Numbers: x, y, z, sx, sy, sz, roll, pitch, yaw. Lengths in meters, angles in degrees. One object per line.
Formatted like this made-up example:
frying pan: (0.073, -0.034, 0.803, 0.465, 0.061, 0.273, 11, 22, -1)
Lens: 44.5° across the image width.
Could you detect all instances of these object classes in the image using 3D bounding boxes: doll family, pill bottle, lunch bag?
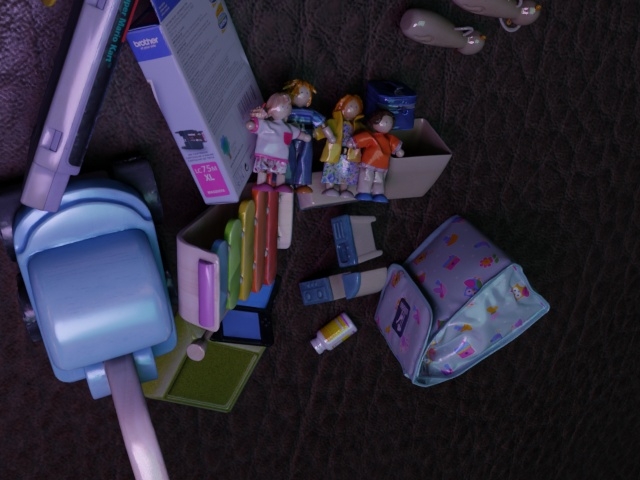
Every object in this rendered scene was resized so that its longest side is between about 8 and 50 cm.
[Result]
doll family: (-0.007, -0.150, 1.150, 0.263, 0.118, 0.163, 3, 96, -29)
pill bottle: (0.023, 0.171, 1.429, 0.083, 0.043, 0.043, -36, 126, 0)
lunch bag: (0.108, -0.213, 1.213, 0.067, 0.098, 0.065, -5, 117, -15)
lunch bag: (0.221, 0.112, 1.372, 0.262, 0.223, 0.160, -40, 120, 4)

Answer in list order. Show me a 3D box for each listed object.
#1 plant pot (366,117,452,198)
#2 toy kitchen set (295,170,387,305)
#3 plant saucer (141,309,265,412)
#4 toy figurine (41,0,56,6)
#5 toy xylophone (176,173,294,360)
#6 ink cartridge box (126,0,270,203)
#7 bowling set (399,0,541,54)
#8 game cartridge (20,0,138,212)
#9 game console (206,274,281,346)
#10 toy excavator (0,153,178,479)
plant pot: (0.134, -0.128, 1.275, 0.109, 0.109, 0.096, -6, 131, -20)
toy kitchen set: (0.000, 0.000, 1.299, 0.122, 0.166, 0.207, -9, 86, -36)
plant saucer: (-0.195, 0.223, 1.364, 0.188, 0.045, 0.188, 19, 109, -31)
toy figurine: (-0.331, -0.390, 0.858, 0.148, 0.213, 0.210, 11, 117, -46)
toy xylophone: (-0.127, 0.034, 1.165, 0.081, 0.323, 0.236, 10, 123, 14)
ink cartridge box: (-0.159, -0.226, 1.042, 0.065, 0.186, 0.311, -4, 128, 20)
bowling set: (0.252, -0.404, 1.126, 0.154, 0.287, 0.200, 7, 82, -33)
game cartridge: (-0.284, -0.231, 0.951, 0.068, 0.230, 0.355, 15, 112, -28)
game console: (-0.126, 0.114, 1.318, 0.122, 0.107, 0.071, 10, 142, -27)
toy excavator: (-0.274, 0.156, 1.045, 0.222, 0.445, 0.433, -14, 122, -15)
